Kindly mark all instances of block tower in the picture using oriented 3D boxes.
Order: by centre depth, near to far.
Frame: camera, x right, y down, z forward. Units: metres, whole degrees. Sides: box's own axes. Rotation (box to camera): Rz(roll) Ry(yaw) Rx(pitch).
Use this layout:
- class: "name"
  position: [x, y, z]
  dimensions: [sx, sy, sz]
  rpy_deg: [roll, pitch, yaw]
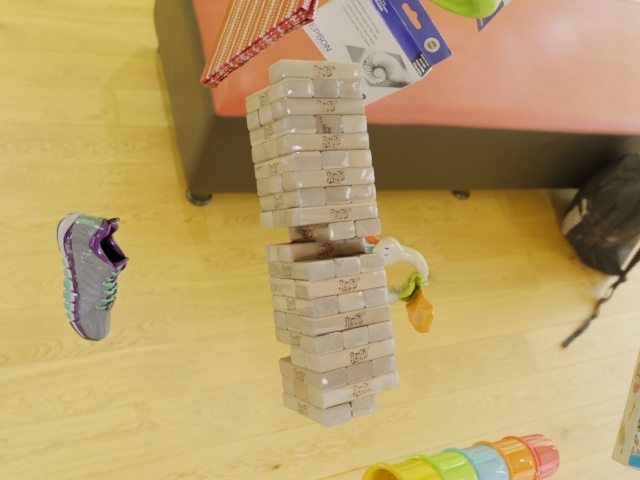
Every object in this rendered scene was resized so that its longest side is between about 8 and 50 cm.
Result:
- class: "block tower"
  position: [0.000, 0.000, 0.617]
  dimensions: [0.091, 0.097, 0.335]
  rpy_deg: [-8, 93, -31]

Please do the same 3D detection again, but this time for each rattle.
- class: "rattle"
  position: [0.124, 0.065, 1.147]
  dimensions: [0.199, 0.130, 0.142]
  rpy_deg: [57, 33, -34]

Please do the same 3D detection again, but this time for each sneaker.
- class: "sneaker"
  position: [-0.349, 0.065, 0.980]
  dimensions: [0.098, 0.223, 0.083]
  rpy_deg: [4, 24, 16]

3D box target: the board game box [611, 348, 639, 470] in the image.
- class: "board game box"
  position: [0.583, 0.214, 0.897]
  dimensions: [0.224, 0.097, 0.303]
  rpy_deg: [16, 81, 14]

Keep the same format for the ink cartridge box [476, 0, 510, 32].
- class: "ink cartridge box"
  position: [0.346, -0.512, 0.946]
  dimensions: [0.069, 0.371, 0.175]
  rpy_deg: [23, 47, -21]

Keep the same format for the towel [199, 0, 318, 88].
- class: "towel"
  position: [-0.071, -0.333, 0.857]
  dimensions: [0.031, 0.275, 0.198]
  rpy_deg: [26, 67, -32]

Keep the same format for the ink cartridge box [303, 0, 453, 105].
- class: "ink cartridge box"
  position: [0.109, -0.396, 1.222]
  dimensions: [0.223, 0.224, 0.045]
  rpy_deg: [48, 46, -24]

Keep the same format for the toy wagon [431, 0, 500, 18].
- class: "toy wagon"
  position: [0.116, -0.253, 0.320]
  dimensions: [0.344, 0.068, 0.267]
  rpy_deg: [30, 94, -8]

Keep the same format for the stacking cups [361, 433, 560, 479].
- class: "stacking cups"
  position: [0.202, 0.303, 0.806]
  dimensions: [0.316, 0.096, 0.096]
  rpy_deg: [-1, 62, -36]
